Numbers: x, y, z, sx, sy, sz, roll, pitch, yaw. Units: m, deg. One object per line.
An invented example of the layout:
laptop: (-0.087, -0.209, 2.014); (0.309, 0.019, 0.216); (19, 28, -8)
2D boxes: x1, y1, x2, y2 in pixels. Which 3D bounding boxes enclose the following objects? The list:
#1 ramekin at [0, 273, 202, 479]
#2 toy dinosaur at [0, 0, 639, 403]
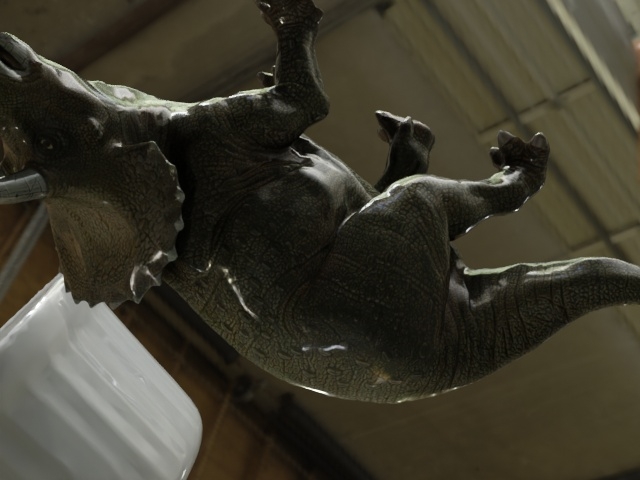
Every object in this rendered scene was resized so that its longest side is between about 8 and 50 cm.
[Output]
ramekin: (-0.199, 0.156, 0.695); (0.135, 0.277, 0.277); (45, -144, -10)
toy dinosaur: (0.000, 0.000, 0.489); (0.313, 0.121, 0.160); (30, -110, -6)
